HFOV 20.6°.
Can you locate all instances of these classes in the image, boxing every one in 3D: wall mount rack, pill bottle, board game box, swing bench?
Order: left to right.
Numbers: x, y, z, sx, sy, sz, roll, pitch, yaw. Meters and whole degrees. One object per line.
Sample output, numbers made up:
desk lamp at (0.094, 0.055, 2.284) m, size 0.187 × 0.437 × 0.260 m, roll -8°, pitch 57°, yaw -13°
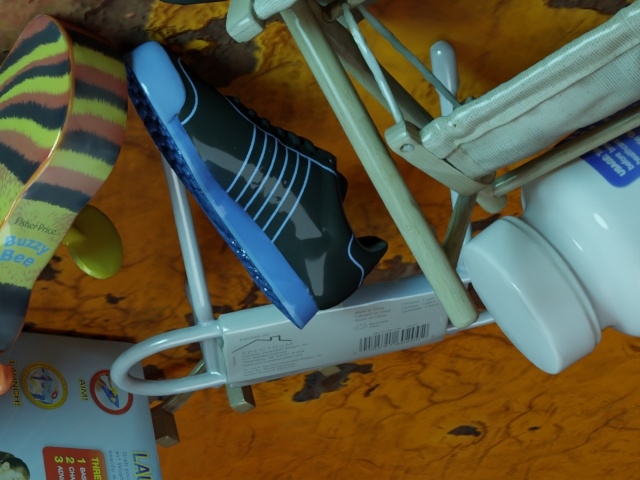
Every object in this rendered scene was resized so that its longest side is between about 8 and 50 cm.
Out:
board game box at (-0.268, 0.218, 1.390) m, size 0.302 × 0.308 × 0.086 m, roll 10°, pitch 145°, yaw -36°
wall mount rack at (0.000, 0.000, 1.320) m, size 0.350 × 0.130 × 0.304 m, roll -12°, pitch 155°, yaw -6°
swing bench at (0.126, -0.129, 1.059) m, size 0.253 × 0.165 × 0.254 m, roll -28°, pitch 110°, yaw 26°
pill bottle at (0.239, -0.028, 1.249) m, size 0.272 × 0.152 × 0.152 m, roll -35°, pitch 153°, yaw -9°

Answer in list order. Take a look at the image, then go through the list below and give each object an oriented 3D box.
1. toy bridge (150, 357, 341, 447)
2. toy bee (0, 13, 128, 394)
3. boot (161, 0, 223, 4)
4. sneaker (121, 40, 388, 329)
toy bridge at (-0.075, 0.121, 1.559) m, size 0.188 × 0.063 × 0.026 m, roll -25°, pitch 150°, yaw 16°
toy bee at (-0.210, 0.011, 1.135) m, size 0.195 × 0.162 × 0.298 m, roll -4°, pitch 140°, yaw -35°
boot at (0.013, -0.227, 0.708) m, size 0.377 × 0.138 × 0.284 m, roll 12°, pitch 133°, yaw -21°
sneaker at (-0.043, -0.051, 1.188) m, size 0.090 × 0.081 × 0.232 m, roll -38°, pitch 115°, yaw -9°
